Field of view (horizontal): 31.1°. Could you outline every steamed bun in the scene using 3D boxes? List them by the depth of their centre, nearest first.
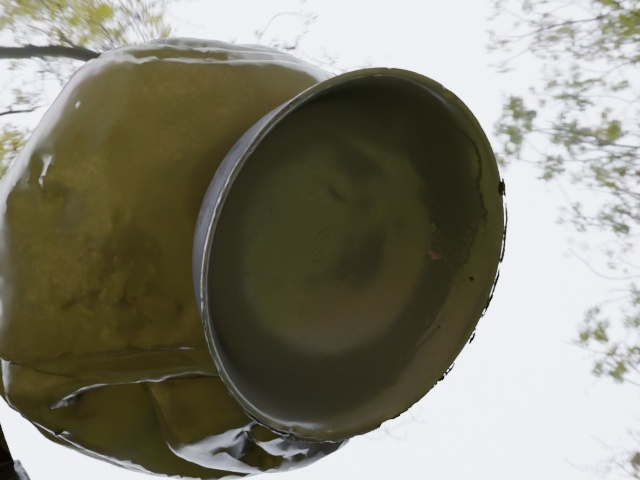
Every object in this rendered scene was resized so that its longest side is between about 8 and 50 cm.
[{"bbox_3d":[-0.046,0.038,0.781,0.247,0.339,0.352,47,-60,26],"label":"steamed bun"}]

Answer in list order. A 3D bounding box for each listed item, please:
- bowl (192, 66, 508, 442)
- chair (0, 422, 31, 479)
[{"bbox_3d":[0.000,0.000,0.589,0.189,0.086,0.189,-12,-68,-33],"label":"bowl"},{"bbox_3d":[-0.272,0.230,0.787,0.203,0.240,0.416,-20,-60,-19],"label":"chair"}]
